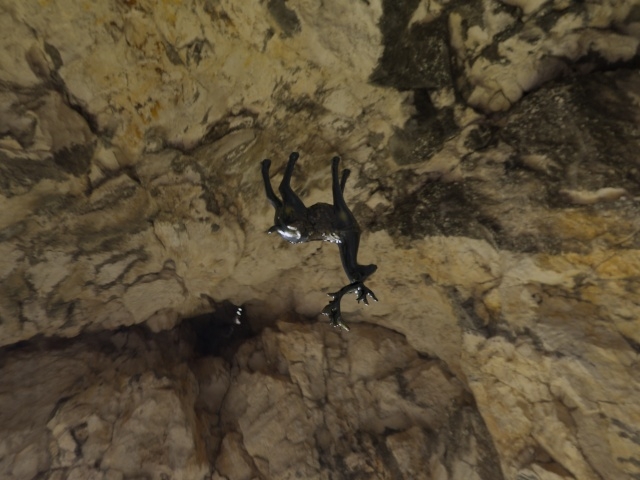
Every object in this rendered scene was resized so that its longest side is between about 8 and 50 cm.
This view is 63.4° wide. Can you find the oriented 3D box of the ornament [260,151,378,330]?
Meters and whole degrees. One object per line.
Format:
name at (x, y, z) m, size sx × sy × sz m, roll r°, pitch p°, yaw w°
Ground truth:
ornament at (0.000, 0.000, 0.351) m, size 0.073 × 0.028 × 0.125 m, roll 1°, pitch -112°, yaw -23°
